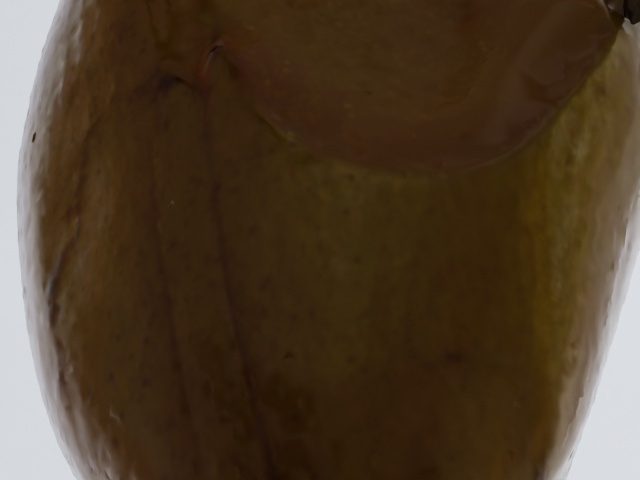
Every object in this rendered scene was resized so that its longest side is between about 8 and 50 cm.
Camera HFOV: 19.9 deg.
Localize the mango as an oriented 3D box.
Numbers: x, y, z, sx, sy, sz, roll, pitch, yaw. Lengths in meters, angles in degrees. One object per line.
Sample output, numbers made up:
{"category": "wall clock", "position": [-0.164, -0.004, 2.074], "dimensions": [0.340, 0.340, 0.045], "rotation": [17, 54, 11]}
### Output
{"category": "mango", "position": [0.000, 0.000, 0.502], "dimensions": [0.187, 0.138, 0.257], "rotation": [-1, -126, 18]}
